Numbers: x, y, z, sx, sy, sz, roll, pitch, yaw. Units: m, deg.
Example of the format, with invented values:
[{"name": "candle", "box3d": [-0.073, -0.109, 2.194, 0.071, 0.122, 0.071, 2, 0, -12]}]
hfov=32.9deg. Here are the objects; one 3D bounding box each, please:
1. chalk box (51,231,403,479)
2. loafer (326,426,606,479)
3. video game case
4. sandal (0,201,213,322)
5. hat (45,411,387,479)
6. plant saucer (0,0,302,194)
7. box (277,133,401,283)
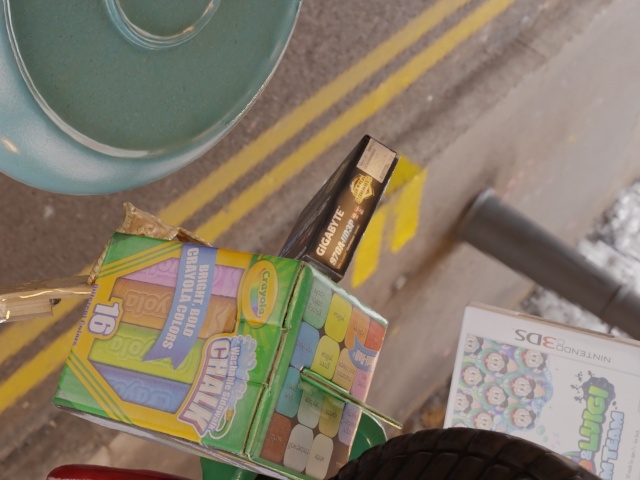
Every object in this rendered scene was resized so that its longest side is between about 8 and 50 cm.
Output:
[{"name": "chalk box", "box3d": [-0.045, 0.085, 0.734, 0.132, 0.213, 0.132, 41, 62, -55]}, {"name": "loafer", "box3d": [0.110, 0.173, 0.378, 0.134, 0.366, 0.130, -44, 119, -25]}, {"name": "video game case", "box3d": [0.159, 0.135, 0.767, 0.019, 0.143, 0.157, -16, 117, -65]}, {"name": "sandal", "box3d": [-0.164, 0.009, 0.880, 0.240, 0.079, 0.088, -9, -172, -12]}, {"name": "hat", "box3d": [-0.075, 0.176, 0.920, 0.208, 0.183, 0.173, 16, 99, -45]}, {"name": "plant saucer", "box3d": [-0.103, -0.173, 0.668, 0.317, 0.043, 0.317, -31, 134, -40]}, {"name": "box", "box3d": [0.000, 0.000, 1.244, 0.175, 0.051, 0.220, -63, -172, -29]}]
